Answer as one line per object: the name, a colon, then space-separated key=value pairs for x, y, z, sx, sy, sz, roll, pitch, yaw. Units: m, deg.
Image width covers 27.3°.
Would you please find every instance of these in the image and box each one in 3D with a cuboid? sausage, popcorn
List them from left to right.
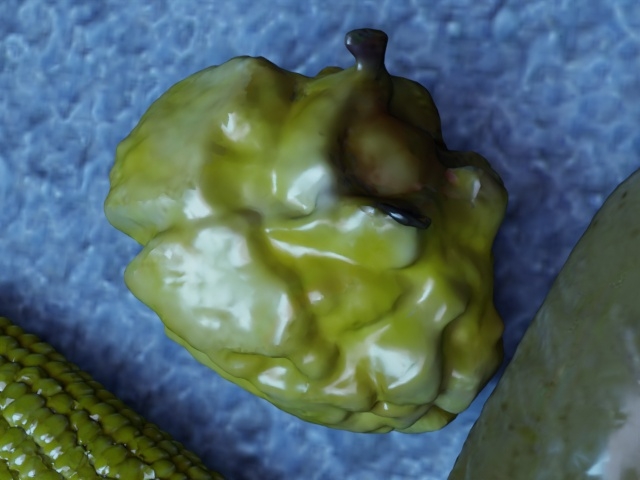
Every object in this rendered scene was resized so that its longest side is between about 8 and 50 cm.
popcorn: x=0.000 y=0.000 z=0.508 sx=0.167 sy=0.148 sz=0.152 roll=34 pitch=128 yaw=4
sausage: x=0.080 y=0.194 z=0.477 sx=0.136 sy=0.123 sz=0.500 roll=14 pitch=90 yaw=8

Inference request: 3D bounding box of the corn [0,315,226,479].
corn: x=-0.101 y=0.114 z=0.554 sx=0.293 sy=0.106 sz=0.106 roll=34 pitch=97 yaw=18
